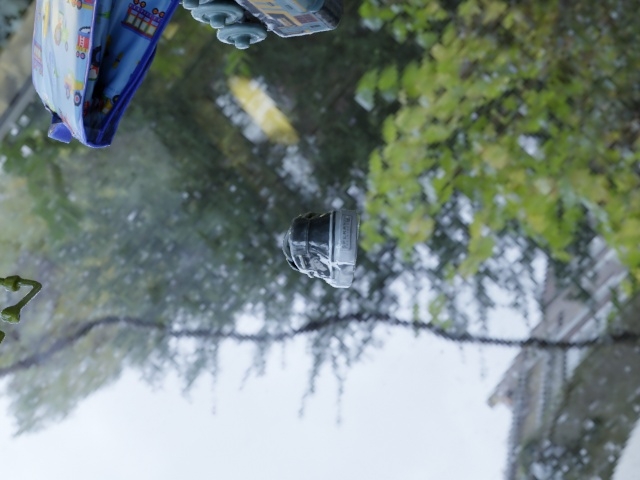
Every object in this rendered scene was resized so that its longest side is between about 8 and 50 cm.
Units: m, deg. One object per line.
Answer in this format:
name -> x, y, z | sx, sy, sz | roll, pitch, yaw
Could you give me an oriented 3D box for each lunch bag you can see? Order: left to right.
lunch bag -> -0.276, -0.256, 1.530 | 0.138, 0.293, 0.221 | 12, -165, -33

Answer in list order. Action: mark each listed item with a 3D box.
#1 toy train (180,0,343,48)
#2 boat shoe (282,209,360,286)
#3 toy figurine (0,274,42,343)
toy train -> -0.096, -0.378, 1.822 | 0.334, 0.190, 0.142 | 26, -120, -67
boat shoe -> 0.000, 0.000, 2.030 | 0.119, 0.121, 0.335 | 6, 169, 1
toy figurine -> -0.495, 0.100, 1.332 | 0.191, 0.362, 0.217 | 23, 158, 35
